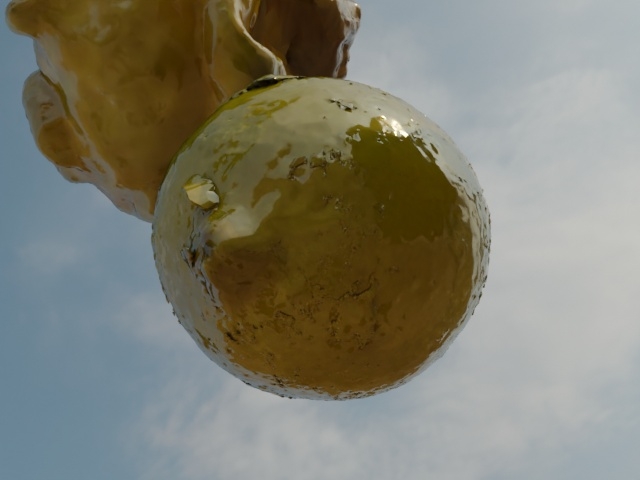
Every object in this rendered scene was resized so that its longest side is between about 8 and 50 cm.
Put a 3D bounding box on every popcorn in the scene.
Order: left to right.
[{"bbox_3d":[-0.105,-0.164,0.680,0.316,0.281,0.297,-24,-44,-23],"label":"popcorn"}]

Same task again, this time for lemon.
[{"bbox_3d":[0.000,0.000,0.415,0.173,0.173,0.206,-51,-25,18],"label":"lemon"}]
